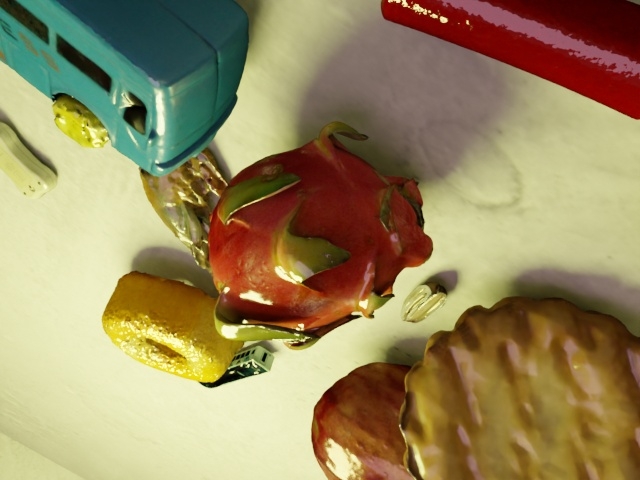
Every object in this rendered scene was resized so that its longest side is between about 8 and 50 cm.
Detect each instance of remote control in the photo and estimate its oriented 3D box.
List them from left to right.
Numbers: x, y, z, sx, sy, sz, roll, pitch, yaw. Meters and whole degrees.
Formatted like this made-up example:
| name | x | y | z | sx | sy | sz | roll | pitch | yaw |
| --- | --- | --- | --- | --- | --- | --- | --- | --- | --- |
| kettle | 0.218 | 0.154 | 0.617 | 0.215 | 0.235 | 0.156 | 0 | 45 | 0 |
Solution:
| name | x | y | z | sx | sy | sz | roll | pitch | yaw |
| --- | --- | --- | --- | --- | --- | --- | --- | --- | --- |
| remote control | -0.461 | -0.120 | 0.729 | 0.074 | 0.032 | 0.122 | -17 | 121 | 33 |

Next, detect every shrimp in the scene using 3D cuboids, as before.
| name | x | y | z | sx | sy | sz | roll | pitch | yaw |
| --- | --- | --- | --- | --- | --- | --- | --- | --- | --- |
| shrimp | -0.162 | -0.018 | 0.669 | 0.117 | 0.066 | 0.262 | -7 | 127 | 28 |

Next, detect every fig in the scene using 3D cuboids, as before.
| name | x | y | z | sx | sy | sz | roll | pitch | yaw |
| --- | --- | --- | --- | --- | --- | --- | --- | --- | --- |
| fig | 0.116 | 0.305 | 0.736 | 0.263 | 0.224 | 0.223 | 12 | 132 | 12 |

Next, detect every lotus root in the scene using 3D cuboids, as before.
| name | x | y | z | sx | sy | sz | roll | pitch | yaw |
| --- | --- | --- | --- | --- | --- | --- | --- | --- | --- |
| lotus root | 0.141 | 0.081 | 0.650 | 0.038 | 0.030 | 0.083 | 8 | 142 | -24 |

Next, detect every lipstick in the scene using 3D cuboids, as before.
| name | x | y | z | sx | sy | sz | roll | pitch | yaw |
| --- | --- | --- | --- | --- | --- | --- | --- | --- | --- |
| lipstick | 0.170 | -0.175 | 0.384 | 0.241 | 0.080 | 0.080 | 23 | 134 | 2 |

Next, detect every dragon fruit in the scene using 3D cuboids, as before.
| name | x | y | z | sx | sy | sz | roll | pitch | yaw |
| --- | --- | --- | --- | --- | --- | --- | --- | --- | --- |
| dragon fruit | -0.006 | 0.001 | 0.518 | 0.227 | 0.224 | 0.224 | -19 | 119 | 30 |

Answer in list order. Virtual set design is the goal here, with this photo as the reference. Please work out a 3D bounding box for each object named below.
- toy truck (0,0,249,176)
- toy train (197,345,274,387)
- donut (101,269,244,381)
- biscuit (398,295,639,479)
| name | x | y | z | sx | sy | sz | roll | pitch | yaw |
| --- | --- | --- | --- | --- | --- | --- | --- | --- | --- |
| toy truck | -0.247 | -0.230 | 0.425 | 0.385 | 0.161 | 0.162 | 39 | 149 | -9 |
| toy train | -0.169 | 0.246 | 0.911 | 0.043 | 0.047 | 0.208 | 41 | 133 | -22 |
| donut | -0.252 | 0.153 | 0.830 | 0.254 | 0.118 | 0.253 | 13 | 147 | 8 |
| biscuit | 0.259 | 0.228 | 0.582 | 0.326 | 0.325 | 0.107 | 16 | 175 | 10 |
